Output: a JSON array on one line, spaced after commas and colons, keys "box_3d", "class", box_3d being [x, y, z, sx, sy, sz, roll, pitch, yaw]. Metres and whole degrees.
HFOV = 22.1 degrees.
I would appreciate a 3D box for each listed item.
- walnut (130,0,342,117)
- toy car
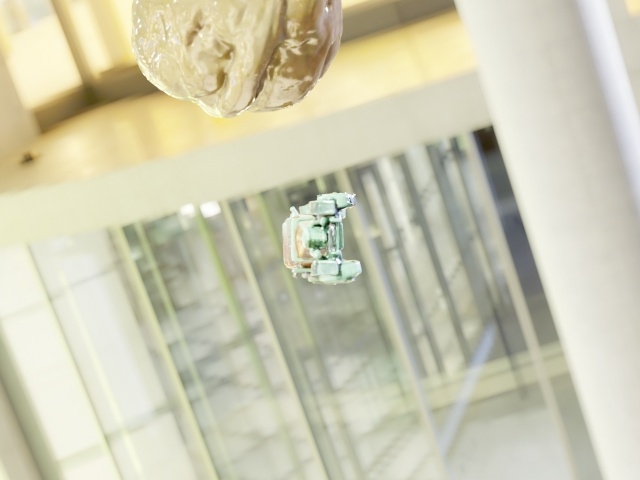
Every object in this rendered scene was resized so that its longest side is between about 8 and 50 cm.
[{"box_3d": [-0.059, -0.167, 1.191, 0.166, 0.166, 0.149, -16, -131, 10], "class": "walnut"}, {"box_3d": [0.000, 0.000, 1.318, 0.054, 0.073, 0.143, -1, 179, -5], "class": "toy car"}]
